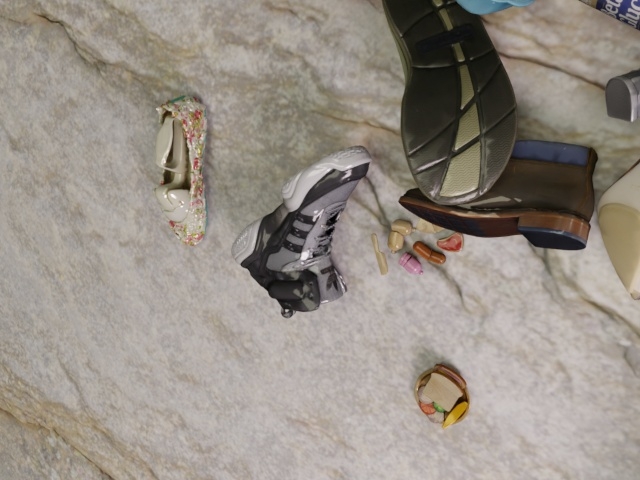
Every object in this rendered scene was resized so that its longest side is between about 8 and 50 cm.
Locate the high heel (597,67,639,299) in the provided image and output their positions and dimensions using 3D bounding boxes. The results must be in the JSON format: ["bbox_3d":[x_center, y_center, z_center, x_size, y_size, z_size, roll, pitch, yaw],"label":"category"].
[{"bbox_3d":[0.369,-0.064,0.574,0.186,0.093,0.261,-20,123,-4],"label":"high heel"}]

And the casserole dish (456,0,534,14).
[{"bbox_3d":[0.150,-0.306,0.632,0.188,0.114,0.037,56,147,9],"label":"casserole dish"}]

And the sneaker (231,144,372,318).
[{"bbox_3d":[0.000,0.000,0.797,0.269,0.101,0.153,-41,79,38],"label":"sneaker"}]

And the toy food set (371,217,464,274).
[{"bbox_3d":[0.129,0.004,0.762,0.122,0.019,0.077,-14,92,25],"label":"toy food set"}]

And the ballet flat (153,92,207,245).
[{"bbox_3d":[-0.222,-0.103,0.924,0.091,0.077,0.240,10,106,30],"label":"ballet flat"}]

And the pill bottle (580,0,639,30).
[{"bbox_3d":[0.290,-0.255,0.557,0.169,0.094,0.094,38,118,20],"label":"pill bottle"}]

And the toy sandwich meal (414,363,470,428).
[{"bbox_3d":[0.156,0.204,0.779,0.086,0.029,0.085,7,104,31],"label":"toy sandwich meal"}]

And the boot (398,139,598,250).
[{"bbox_3d":[0.199,-0.060,0.681,0.219,0.082,0.106,14,79,34],"label":"boot"}]

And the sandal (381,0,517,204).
[{"bbox_3d":[0.142,-0.184,0.671,0.120,0.086,0.302,-9,75,10],"label":"sandal"}]
